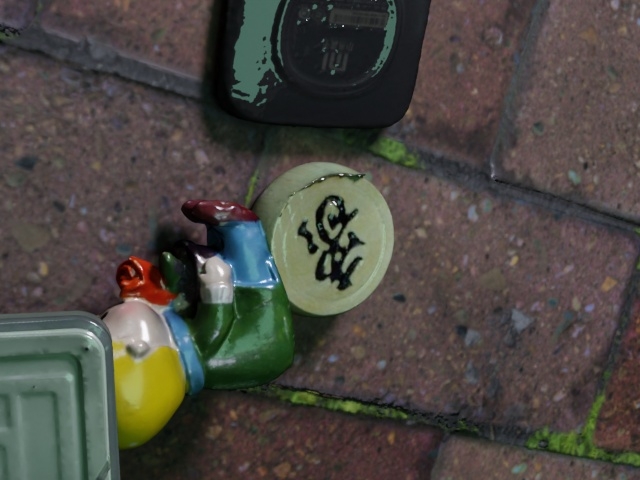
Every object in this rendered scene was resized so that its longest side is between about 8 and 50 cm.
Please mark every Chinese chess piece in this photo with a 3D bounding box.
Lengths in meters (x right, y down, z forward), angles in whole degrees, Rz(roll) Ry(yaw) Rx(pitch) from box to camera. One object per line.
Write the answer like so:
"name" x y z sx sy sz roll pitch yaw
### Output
"Chinese chess piece" 0.000 0.000 1.394 0.144 0.058 0.144 -7 104 -31

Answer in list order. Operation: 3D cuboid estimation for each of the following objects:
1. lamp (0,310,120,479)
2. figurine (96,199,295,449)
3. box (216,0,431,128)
"lamp" -0.291 0.190 1.200 0.267 0.047 0.269 -3 105 -7
"figurine" -0.145 0.072 1.286 0.234 0.127 0.185 -17 107 -16
"box" 0.010 -0.198 1.364 0.213 0.042 0.201 1 102 -32
